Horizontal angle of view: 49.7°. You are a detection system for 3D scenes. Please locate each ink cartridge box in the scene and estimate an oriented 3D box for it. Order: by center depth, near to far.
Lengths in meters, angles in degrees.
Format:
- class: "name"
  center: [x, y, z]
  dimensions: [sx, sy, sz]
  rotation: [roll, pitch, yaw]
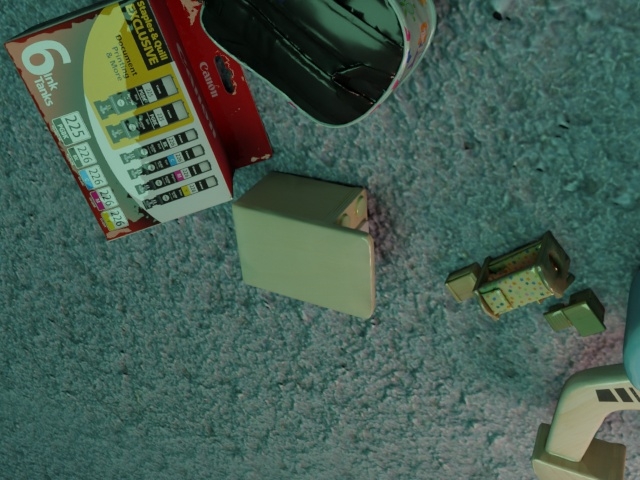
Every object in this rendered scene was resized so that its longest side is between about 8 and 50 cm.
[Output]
- class: "ink cartridge box"
  center: [-0.241, -0.194, 1.001]
  dimensions: [0.272, 0.130, 0.309]
  rotation: [-19, 116, 4]

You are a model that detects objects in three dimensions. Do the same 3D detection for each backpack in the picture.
- class: "backpack"
  center: [0.009, -0.275, 0.840]
  dimensions: [0.253, 0.191, 0.225]
  rotation: [44, 134, 3]

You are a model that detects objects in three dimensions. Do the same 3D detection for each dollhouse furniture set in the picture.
- class: "dollhouse furniture set"
  center: [0.293, 0.106, 1.019]
  dimensions: [0.182, 0.101, 0.161]
  rotation: [-29, 105, 39]

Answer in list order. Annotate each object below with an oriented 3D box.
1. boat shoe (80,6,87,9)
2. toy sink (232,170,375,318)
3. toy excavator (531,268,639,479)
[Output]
- class: "boat shoe"
  center: [-0.298, -0.226, 1.125]
  dimensions: [0.099, 0.116, 0.319]
  rotation: [-20, 110, -10]
- class: "toy sink"
  center: [0.000, 0.000, 1.082]
  dimensions: [0.234, 0.131, 0.152]
  rotation: [13, 128, 26]
- class: "toy excavator"
  center: [0.459, 0.165, 0.898]
  dimensions: [0.445, 0.222, 0.432]
  rotation: [-9, 119, 35]
